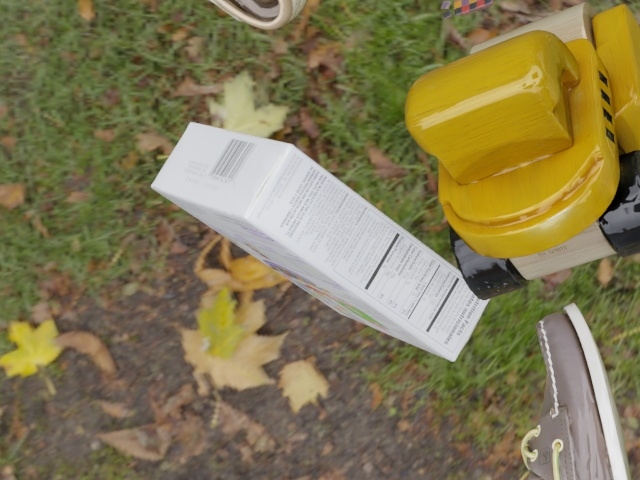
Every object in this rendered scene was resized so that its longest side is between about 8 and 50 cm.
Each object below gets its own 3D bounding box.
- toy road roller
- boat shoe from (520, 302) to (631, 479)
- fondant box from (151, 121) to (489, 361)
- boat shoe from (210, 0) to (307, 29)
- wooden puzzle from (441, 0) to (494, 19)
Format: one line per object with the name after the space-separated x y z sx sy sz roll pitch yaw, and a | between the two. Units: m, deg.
0.198 -0.126 1.203 0.203 0.329 0.240 -19 135 26 | toy road roller
0.236 0.214 1.142 0.097 0.116 0.324 -16 66 12 | boat shoe
0.000 0.000 1.423 0.238 0.330 0.096 19 75 57 | fondant box
-0.154 -0.377 1.454 0.341 0.110 0.121 40 112 -5 | boat shoe
0.182 -0.292 1.493 0.083 0.006 0.049 -15 56 28 | wooden puzzle
